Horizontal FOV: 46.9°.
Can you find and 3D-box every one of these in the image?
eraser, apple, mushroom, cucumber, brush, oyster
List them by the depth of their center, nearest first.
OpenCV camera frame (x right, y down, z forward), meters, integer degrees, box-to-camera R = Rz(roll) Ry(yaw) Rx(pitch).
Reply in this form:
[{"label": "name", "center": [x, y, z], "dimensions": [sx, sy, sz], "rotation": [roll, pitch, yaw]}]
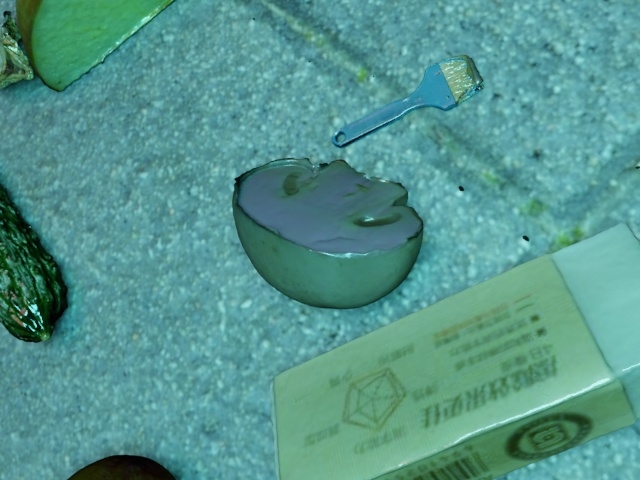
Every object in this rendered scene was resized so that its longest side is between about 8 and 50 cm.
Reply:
[{"label": "eraser", "center": [0.123, 0.118, 0.609], "dimensions": [0.343, 0.078, 0.144], "rotation": [-26, 39, 13]}, {"label": "mushroom", "center": [0.000, 0.000, 0.698], "dimensions": [0.188, 0.141, 0.117], "rotation": [30, 123, 27]}, {"label": "brush", "center": [0.084, -0.136, 0.751], "dimensions": [0.164, 0.014, 0.051], "rotation": [-26, 68, 15]}, {"label": "apple", "center": [-0.240, -0.344, 0.873], "dimensions": [0.346, 0.254, 0.179], "rotation": [-35, 110, 12]}, {"label": "cucumber", "center": [-0.396, -0.016, 0.875], "dimensions": [0.096, 0.096, 0.359], "rotation": [-46, 68, 6]}, {"label": "oyster", "center": [-0.405, -0.243, 0.941], "dimensions": [0.146, 0.045, 0.121], "rotation": [-16, 76, 52]}]

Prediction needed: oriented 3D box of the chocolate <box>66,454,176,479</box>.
[{"label": "chocolate", "center": [-0.193, 0.283, 0.682], "dimensions": [0.177, 0.177, 0.176], "rotation": [-5, 75, 21]}]
